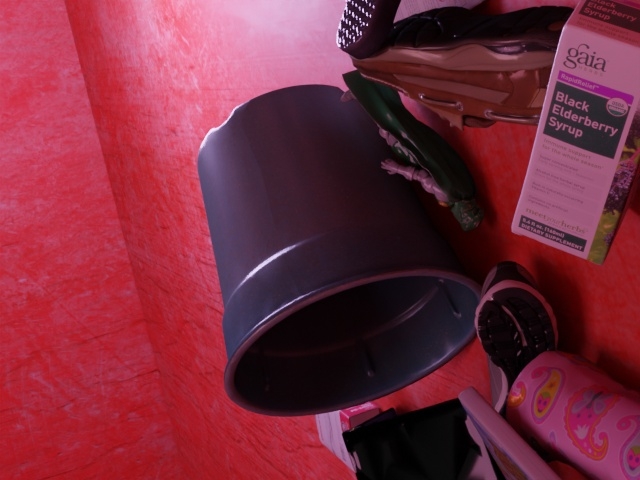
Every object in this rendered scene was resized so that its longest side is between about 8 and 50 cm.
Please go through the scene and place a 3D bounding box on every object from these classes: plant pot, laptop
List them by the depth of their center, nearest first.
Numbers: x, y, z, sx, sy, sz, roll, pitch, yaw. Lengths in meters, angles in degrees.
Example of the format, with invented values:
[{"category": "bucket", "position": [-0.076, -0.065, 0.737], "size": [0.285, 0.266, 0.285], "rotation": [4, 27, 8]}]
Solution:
[{"category": "plant pot", "position": [0.000, 0.000, 1.465], "size": [0.341, 0.341, 0.334], "rotation": [106, 150, -55]}, {"category": "laptop", "position": [0.207, 0.399, 1.530], "size": [0.408, 0.236, 0.382], "rotation": [-28, 80, 49]}]

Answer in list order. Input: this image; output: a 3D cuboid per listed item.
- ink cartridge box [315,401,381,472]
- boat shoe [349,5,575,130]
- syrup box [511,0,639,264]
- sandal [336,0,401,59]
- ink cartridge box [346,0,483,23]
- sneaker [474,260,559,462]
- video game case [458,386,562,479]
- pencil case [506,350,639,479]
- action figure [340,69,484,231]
[{"category": "ink cartridge box", "position": [0.048, 0.310, 1.897], "size": [0.150, 0.063, 0.109], "rotation": [27, 131, 62]}, {"category": "boat shoe", "position": [0.148, -0.171, 1.182], "size": [0.324, 0.123, 0.120], "rotation": [18, 132, 56]}, {"category": "syrup box", "position": [0.247, -0.102, 1.002], "size": [0.093, 0.096, 0.237], "rotation": [22, 138, 16]}, {"category": "sandal", "position": [0.087, -0.307, 1.201], "size": [0.097, 0.054, 0.254], "rotation": [14, 81, 62]}, {"category": "ink cartridge box", "position": [0.112, -0.318, 1.312], "size": [0.225, 0.056, 0.181], "rotation": [-26, 81, 50]}, {"category": "sneaker", "position": [0.237, 0.145, 1.289], "size": [0.108, 0.100, 0.271], "rotation": [-79, -21, -59]}, {"category": "video game case", "position": [0.235, 0.271, 1.178], "size": [0.193, 0.023, 0.212], "rotation": [58, 174, -34]}, {"category": "pencil case", "position": [0.304, 0.206, 1.102], "size": [0.284, 0.124, 0.124], "rotation": [31, 134, 58]}, {"category": "action figure", "position": [0.118, -0.103, 1.362], "size": [0.063, 0.137, 0.232], "rotation": [-49, 66, 26]}]
